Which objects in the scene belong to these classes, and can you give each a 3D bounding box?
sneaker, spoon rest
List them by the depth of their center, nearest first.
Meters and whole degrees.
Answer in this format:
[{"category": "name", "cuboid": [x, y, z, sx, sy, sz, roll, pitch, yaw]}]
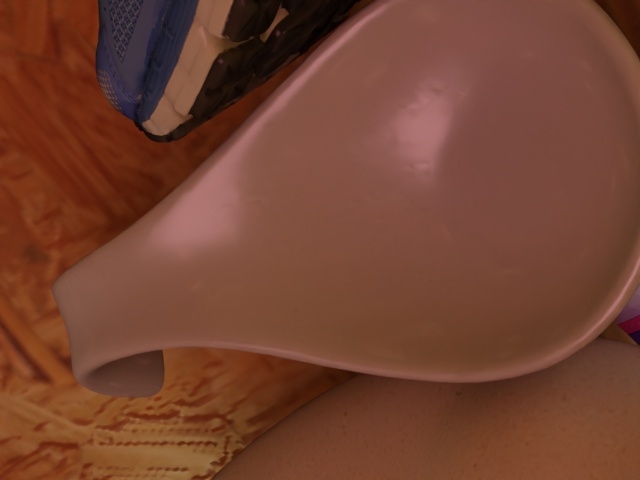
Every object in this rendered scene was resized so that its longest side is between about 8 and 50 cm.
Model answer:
[{"category": "sneaker", "cuboid": [-0.036, -0.181, 0.616, 0.147, 0.130, 0.330, 29, 130, 20]}, {"category": "spoon rest", "cuboid": [0.000, 0.000, 0.691, 0.276, 0.084, 0.137, -24, 79, 38]}]

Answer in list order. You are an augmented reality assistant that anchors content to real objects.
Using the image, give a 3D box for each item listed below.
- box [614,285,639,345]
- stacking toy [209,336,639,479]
[{"category": "box", "cuboid": [0.238, -0.030, 0.661, 0.201, 0.057, 0.293, 44, 122, -13]}, {"category": "stacking toy", "cuboid": [0.150, 0.282, 0.783, 0.350, 0.351, 0.480, -26, 136, 27]}]
